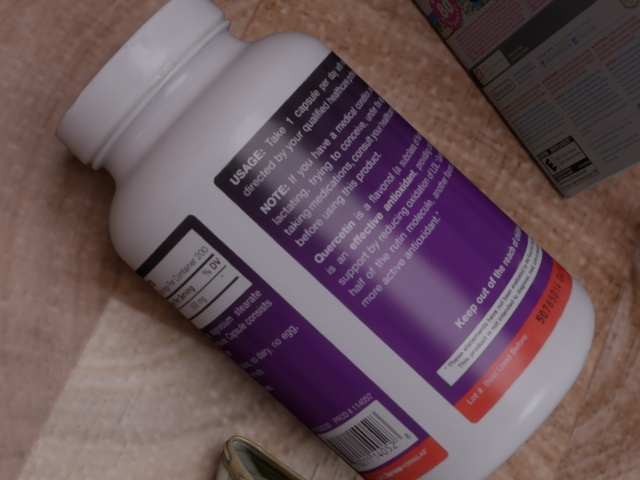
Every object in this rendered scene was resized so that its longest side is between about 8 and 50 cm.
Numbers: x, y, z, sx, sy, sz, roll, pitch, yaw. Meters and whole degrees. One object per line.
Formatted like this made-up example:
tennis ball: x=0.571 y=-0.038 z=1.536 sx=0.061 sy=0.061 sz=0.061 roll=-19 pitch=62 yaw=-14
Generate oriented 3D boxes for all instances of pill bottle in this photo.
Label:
pill bottle: x=0.000 y=0.000 z=0.816 sx=0.323 sy=0.181 sz=0.181 roll=43 pitch=68 yaw=-5

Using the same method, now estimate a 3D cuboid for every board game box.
board game box: x=0.153 y=-0.196 z=0.892 sx=0.097 sy=0.224 sz=0.303 roll=-38 pitch=92 yaw=-21

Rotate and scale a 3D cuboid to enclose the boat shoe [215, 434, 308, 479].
boat shoe: x=-0.002 y=0.172 z=0.805 sx=0.153 sy=0.048 sz=0.056 roll=28 pitch=32 yaw=31
